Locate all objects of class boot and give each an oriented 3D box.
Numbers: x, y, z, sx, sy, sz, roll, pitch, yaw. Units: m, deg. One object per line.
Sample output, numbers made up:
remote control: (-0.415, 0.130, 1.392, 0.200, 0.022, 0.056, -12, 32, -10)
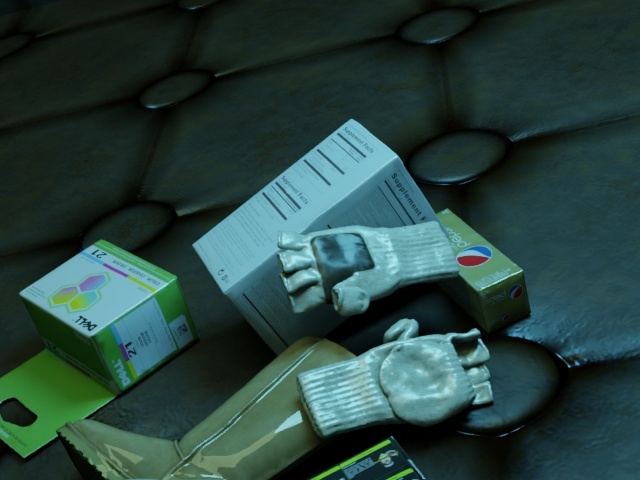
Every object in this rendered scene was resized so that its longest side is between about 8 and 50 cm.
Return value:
boot: (-0.103, 0.189, 1.154, 0.236, 0.089, 0.269, 30, 54, 35)

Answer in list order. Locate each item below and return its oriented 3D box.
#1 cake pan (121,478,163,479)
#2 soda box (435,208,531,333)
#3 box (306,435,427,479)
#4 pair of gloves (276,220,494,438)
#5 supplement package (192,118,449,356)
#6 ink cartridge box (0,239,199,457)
cake pan: (-0.187, 0.331, 0.914, 0.293, 0.054, 0.293, -15, 38, 12)
soda box: (0.169, 0.032, 1.282, 0.058, 0.061, 0.181, -24, 31, -11)
box: (0.025, 0.277, 0.982, 0.190, 0.045, 0.184, -26, 29, -12)
pair of gloves: (0.066, 0.081, 1.145, 0.204, 0.042, 0.240, -5, 58, -14)
supplement package: (0.000, 0.000, 1.289, 0.244, 0.139, 0.134, -38, 33, -3)
ink cartridge box: (-0.306, 0.124, 1.346, 0.255, 0.097, 0.188, -35, 35, -28)
